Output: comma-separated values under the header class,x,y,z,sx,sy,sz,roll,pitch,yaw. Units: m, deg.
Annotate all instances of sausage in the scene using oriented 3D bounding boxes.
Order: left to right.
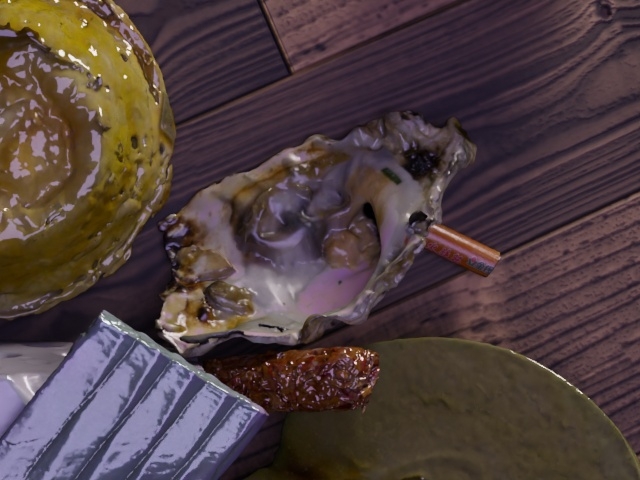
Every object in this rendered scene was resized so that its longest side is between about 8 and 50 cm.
class,x,y,z,sx,sy,sz,roll,pitch,yaw
sausage,0.125,0.003,1.520,0.107,0.031,0.031,25,89,-9

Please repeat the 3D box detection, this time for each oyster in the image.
class,x,y,z,sx,sy,sz,roll,pitch,yaw
oyster,0.002,0.003,1.461,0.354,0.107,0.201,-28,52,-4

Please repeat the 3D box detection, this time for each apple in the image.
class,x,y,z,sx,sy,sz,roll,pitch,yaw
apple,0.100,0.272,1.396,0.360,0.320,0.311,27,130,27

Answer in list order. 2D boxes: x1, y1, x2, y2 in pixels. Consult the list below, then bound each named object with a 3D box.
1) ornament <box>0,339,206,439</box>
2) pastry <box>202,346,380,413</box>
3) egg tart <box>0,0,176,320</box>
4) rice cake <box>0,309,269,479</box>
class,x,y,z,sx,sy,sz,roll,pitch,yaw
ornament,-0.230,0.223,1.374,0.239,0.240,0.240,3,93,-8
pastry,-0.029,0.131,1.399,0.169,0.087,0.063,-6,84,20
egg tart,-0.298,-0.090,1.403,0.345,0.132,0.345,-1,95,-10
rice cake,-0.169,0.175,1.241,0.189,0.037,0.198,31,89,-9
